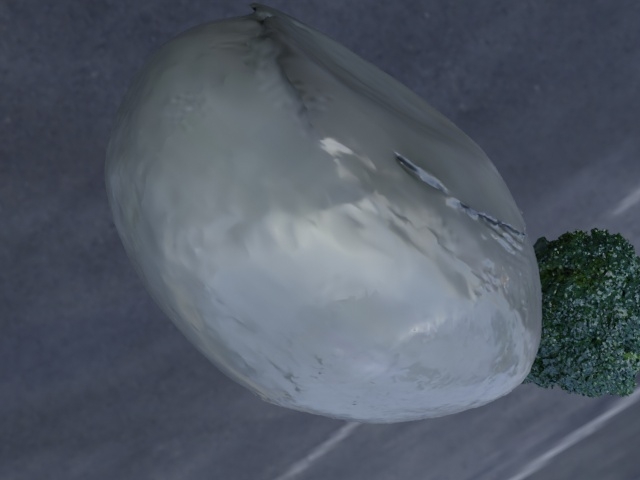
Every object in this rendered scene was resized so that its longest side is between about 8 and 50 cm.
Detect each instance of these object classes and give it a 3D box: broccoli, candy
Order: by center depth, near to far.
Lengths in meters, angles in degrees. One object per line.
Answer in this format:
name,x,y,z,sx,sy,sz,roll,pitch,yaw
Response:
candy,0.000,0.000,0.773,0.185,0.295,0.295,-49,153,16
broccoli,0.265,0.075,1.424,0.195,0.195,0.156,-32,154,5
